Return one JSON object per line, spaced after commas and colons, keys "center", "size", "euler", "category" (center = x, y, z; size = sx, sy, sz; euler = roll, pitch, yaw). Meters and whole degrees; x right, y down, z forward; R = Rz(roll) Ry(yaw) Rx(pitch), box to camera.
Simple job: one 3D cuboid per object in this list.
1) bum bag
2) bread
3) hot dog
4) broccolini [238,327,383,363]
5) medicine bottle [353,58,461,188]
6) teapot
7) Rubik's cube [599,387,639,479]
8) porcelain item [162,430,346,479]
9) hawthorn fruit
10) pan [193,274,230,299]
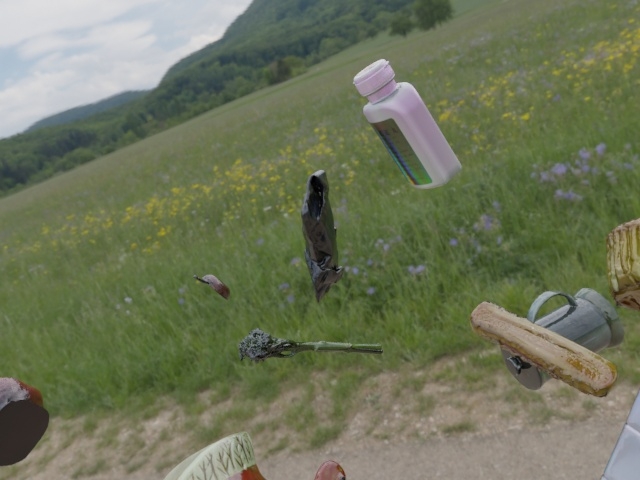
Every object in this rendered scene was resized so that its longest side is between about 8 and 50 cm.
{"center": [0.000, 0.000, 1.253], "size": [0.075, 0.309, 0.137], "euler": [1, 37, 17], "category": "bum bag"}
{"center": [0.606, 0.042, 0.972], "size": [0.228, 0.142, 0.254], "euler": [20, -17, -39], "category": "bread"}
{"center": [0.405, 0.200, 1.108], "size": [0.083, 0.068, 0.289], "euler": [-37, 42, -23], "category": "hot dog"}
{"center": [-0.008, 0.140, 0.766], "size": [0.218, 0.042, 0.044], "euler": [11, 5, -38], "category": "broccolini"}
{"center": [0.137, -0.188, 0.979], "size": [0.078, 0.219, 0.115], "euler": [-40, 19, -12], "category": "medicine bottle"}
{"center": [0.698, 0.279, 1.779], "size": [0.337, 0.270, 0.200], "euler": [-26, 22, -13], "category": "teapot"}
{"center": [0.626, 0.371, 0.865], "size": [0.292, 0.290, 0.290], "euler": [5, 18, -35], "category": "Rubik's cube"}
{"center": [-0.054, 0.302, 0.560], "size": [0.253, 0.252, 0.253], "euler": [-21, 14, 6], "category": "porcelain item"}
{"center": [-0.675, 0.378, 1.251], "size": [0.190, 0.189, 0.251], "euler": [-30, 3, -28], "category": "hawthorn fruit"}
{"center": [-0.214, 0.082, 1.178], "size": [0.068, 0.115, 0.023], "euler": [38, 85, 27], "category": "pan"}
